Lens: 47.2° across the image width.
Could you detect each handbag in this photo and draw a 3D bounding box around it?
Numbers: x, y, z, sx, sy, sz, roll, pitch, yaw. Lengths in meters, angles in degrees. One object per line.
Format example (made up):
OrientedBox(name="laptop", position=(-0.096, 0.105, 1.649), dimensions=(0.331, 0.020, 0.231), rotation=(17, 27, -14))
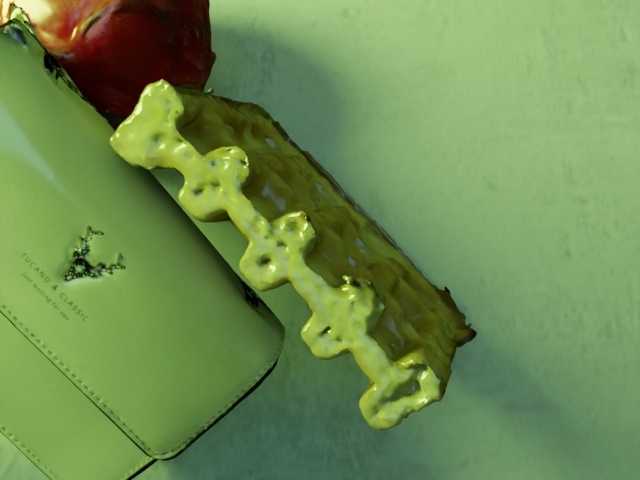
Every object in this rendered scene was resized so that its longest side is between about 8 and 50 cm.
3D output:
OrientedBox(name="handbag", position=(-0.227, 0.025, 0.642), dimensions=(0.237, 0.160, 0.358), rotation=(-37, 107, 5))

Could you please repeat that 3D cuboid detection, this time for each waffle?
OrientedBox(name="waffle", position=(0.000, -0.001, 0.695), dimensions=(0.077, 0.304, 0.348), rotation=(-44, 84, 13))

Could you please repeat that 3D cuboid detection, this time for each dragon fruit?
OrientedBox(name="dragon fruit", position=(-0.224, -0.204, 0.751), dimensions=(0.241, 0.241, 0.252), rotation=(24, 94, 1))
